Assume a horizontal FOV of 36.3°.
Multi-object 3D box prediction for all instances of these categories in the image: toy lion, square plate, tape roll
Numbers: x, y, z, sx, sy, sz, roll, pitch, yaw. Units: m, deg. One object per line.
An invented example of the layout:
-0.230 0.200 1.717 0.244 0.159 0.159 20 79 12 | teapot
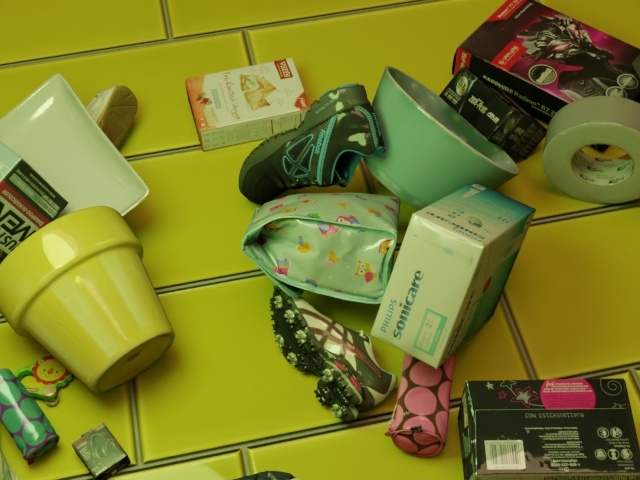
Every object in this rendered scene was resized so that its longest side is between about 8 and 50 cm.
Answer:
-0.470 0.231 1.652 0.100 0.034 0.096 2 46 3 | toy lion
-0.525 -0.089 1.810 0.344 0.049 0.347 -40 66 0 | square plate
0.524 -0.164 1.807 0.219 0.219 0.072 12 55 10 | tape roll

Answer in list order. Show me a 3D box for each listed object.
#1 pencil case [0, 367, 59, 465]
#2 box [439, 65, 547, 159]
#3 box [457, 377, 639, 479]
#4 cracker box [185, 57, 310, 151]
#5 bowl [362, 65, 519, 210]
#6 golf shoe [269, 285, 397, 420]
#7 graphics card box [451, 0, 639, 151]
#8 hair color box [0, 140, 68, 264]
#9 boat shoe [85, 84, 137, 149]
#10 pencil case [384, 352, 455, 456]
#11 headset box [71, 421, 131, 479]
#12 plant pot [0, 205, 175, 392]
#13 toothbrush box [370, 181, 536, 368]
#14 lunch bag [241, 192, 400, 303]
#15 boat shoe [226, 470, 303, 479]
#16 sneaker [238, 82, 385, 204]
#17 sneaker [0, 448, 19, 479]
-0.487 0.280 1.568 0.070 0.064 0.151 -42 78 12 | pencil case
0.338 -0.246 1.896 0.077 0.180 0.147 -51 57 17 | box
0.345 0.316 1.499 0.247 0.142 0.163 -1 54 2 | box
-0.148 -0.281 2.005 0.232 0.067 0.155 -13 54 -9 | cracker box
0.196 -0.162 1.801 0.163 0.311 0.311 -52 58 18 | bowl
0.012 0.179 1.651 0.120 0.105 0.273 -19 58 -34 | golf shoe
0.492 -0.358 2.033 0.371 0.094 0.233 34 60 23 | graphics card box
-0.623 0.014 1.658 0.114 0.185 0.374 35 79 23 | hair color box
-0.461 -0.186 1.934 0.096 0.098 0.277 4 57 37 | boat shoe
0.165 0.239 1.591 0.098 0.095 0.209 11 51 3 | pencil case
-0.354 0.338 1.565 0.062 0.032 0.083 -33 60 -21 | headset box
-0.375 0.112 1.621 0.254 0.254 0.239 -34 76 -22 | plant pot
0.220 0.046 1.581 0.126 0.216 0.295 26 22 21 | toothbrush box
0.000 0.000 1.688 0.262 0.160 0.223 7 18 3 | lunch bag
-0.008 0.412 1.440 0.341 0.127 0.158 -6 61 -2 | boat shoe
-0.025 -0.140 1.768 0.125 0.341 0.139 -15 73 -47 | sneaker
-0.553 0.310 1.535 0.099 0.121 0.262 -31 58 -21 | sneaker
